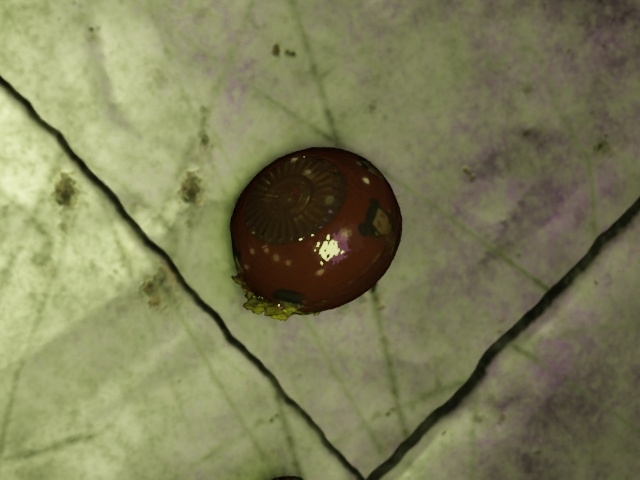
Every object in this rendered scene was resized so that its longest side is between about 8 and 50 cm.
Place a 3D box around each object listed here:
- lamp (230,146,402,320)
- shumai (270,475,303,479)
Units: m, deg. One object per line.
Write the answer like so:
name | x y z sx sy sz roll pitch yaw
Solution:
lamp | -0.001 -0.004 1.607 0.157 0.156 0.135 -18 143 15
shumai | 0.032 0.323 1.649 0.222 0.204 0.272 -47 140 -8
